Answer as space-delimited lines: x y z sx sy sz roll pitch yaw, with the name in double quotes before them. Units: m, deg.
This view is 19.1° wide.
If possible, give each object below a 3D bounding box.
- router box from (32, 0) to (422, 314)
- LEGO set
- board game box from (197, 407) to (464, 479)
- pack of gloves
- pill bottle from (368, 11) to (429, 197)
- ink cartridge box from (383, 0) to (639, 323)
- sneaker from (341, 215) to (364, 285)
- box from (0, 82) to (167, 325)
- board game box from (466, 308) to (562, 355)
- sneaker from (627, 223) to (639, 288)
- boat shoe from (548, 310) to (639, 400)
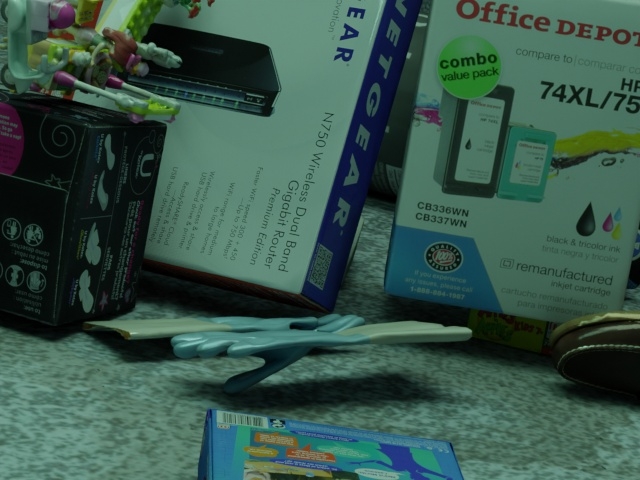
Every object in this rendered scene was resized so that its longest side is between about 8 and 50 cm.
"router box" -0.091 -0.134 1.620 0.301 0.335 0.082 12 -10 23
"LEGO set" -0.139 -0.165 1.502 0.107 0.132 0.287 21 32 19
"board game box" 0.009 0.162 1.106 0.160 0.047 0.210 9 13 -5
"pack of gloves" -0.035 0.085 1.443 0.232 0.046 0.195 -1 2 -33
"pill bottle" 0.120 -0.146 2.111 0.363 0.210 0.210 15 14 23
"ink cartridge box" 0.172 -0.091 1.597 0.198 0.270 0.197 9 14 2
"sneaker" 0.000 0.000 1.764 0.070 0.051 0.134 16 18 4
"box" -0.269 -0.041 1.510 0.247 0.163 0.142 14 9 21
"board game box" 0.197 0.055 1.687 0.092 0.043 0.181 13 14 15
"sneaker" 0.244 -0.021 1.857 0.330 0.129 0.147 -2 15 -39
"boat shoe" 0.285 0.102 1.502 0.207 0.073 0.073 2 54 -6
